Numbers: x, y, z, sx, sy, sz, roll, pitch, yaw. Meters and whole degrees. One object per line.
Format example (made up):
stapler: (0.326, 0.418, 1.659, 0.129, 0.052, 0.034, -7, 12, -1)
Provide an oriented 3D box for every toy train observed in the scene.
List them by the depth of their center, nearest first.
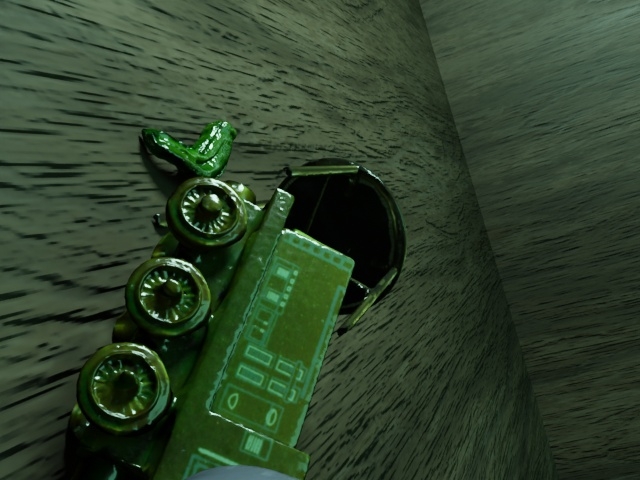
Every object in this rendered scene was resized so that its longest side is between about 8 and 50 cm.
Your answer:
toy train: (-0.058, 0.065, 0.456, 0.137, 0.090, 0.226, 25, 56, -7)

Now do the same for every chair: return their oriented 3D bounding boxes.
chair: (0.000, 0.000, 0.705, 0.325, 0.170, 0.160, -19, 90, -64)

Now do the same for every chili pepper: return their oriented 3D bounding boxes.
chili pepper: (-0.108, -0.073, 0.647, 0.056, 0.035, 0.118, 61, 29, 2)

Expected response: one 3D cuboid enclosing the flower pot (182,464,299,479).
flower pot: (-0.079, 0.223, 0.204, 0.243, 0.265, 0.265, 1, 73, -56)
